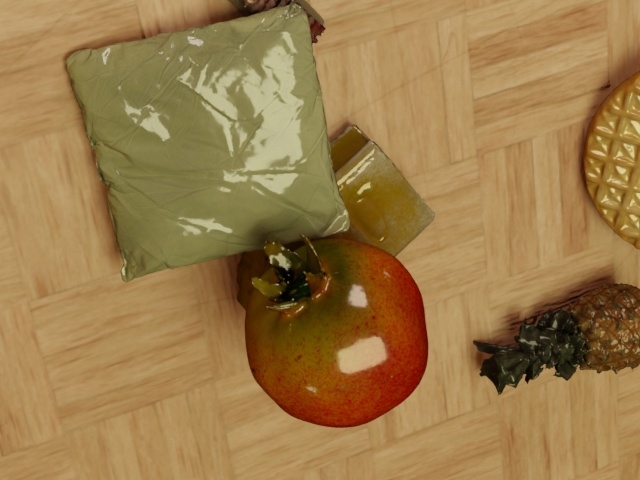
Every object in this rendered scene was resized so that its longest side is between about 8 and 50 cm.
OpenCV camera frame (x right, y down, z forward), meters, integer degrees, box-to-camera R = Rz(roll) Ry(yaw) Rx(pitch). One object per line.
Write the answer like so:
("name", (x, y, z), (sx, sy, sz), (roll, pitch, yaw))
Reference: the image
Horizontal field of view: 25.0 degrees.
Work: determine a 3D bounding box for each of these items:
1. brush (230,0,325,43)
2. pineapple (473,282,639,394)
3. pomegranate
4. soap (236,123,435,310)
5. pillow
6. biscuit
("brush", (-0.110, -0.311, 1.580), (0.060, 0.050, 0.321), (-46, 125, 7))
("pineapple", (0.341, 0.143, 1.994), (0.248, 0.128, 0.128), (-15, 121, -13))
("pomegranate", (0.009, 0.095, 1.650), (0.221, 0.221, 0.256), (-37, 128, -3))
("soap", (0.000, 0.000, 1.775), (0.257, 0.080, 0.160), (-43, 126, 0))
("pillow", (-0.122, -0.105, 1.627), (0.274, 0.076, 0.280), (-13, 112, -4))
("biscuit", (0.454, -0.088, 1.908), (0.205, 0.040, 0.309), (-15, 116, 20))
